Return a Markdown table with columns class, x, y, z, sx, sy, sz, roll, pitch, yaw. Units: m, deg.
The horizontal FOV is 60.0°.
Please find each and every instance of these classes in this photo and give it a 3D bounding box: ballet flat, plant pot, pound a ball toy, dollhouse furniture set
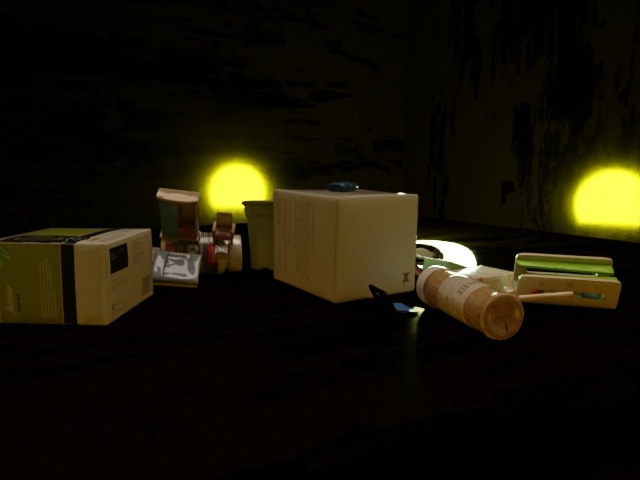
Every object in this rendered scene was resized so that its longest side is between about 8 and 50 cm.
| class | x | y | z | sx | sy | sz | roll | pitch | yaw |
| --- | --- | --- | --- | --- | --- | --- | --- | --- | --- |
| ballet flat | 0.333 | 0.051 | 2.233 | 0.343 | 0.116 | 0.124 | 6 | -5 | 1 |
| plant pot | -0.166 | -0.013 | 2.085 | 0.277 | 0.253 | 0.276 | 3 | -1 | 0 |
| pound a ball toy | 0.687 | 0.151 | 1.612 | 0.320 | 0.135 | 0.208 | 2 | 34 | 13 |
| dollhouse furniture set | -0.436 | 0.013 | 1.813 | 0.287 | 0.198 | 0.303 | 6 | 47 | -6 |

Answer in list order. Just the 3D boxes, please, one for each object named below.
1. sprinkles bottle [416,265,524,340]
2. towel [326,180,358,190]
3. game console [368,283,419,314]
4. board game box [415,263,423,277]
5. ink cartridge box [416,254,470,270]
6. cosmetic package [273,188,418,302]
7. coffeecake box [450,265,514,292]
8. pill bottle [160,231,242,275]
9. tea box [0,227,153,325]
| class | x | y | z | sx | sy | sz | roll | pitch | yaw |
| --- | --- | --- | --- | --- | --- | --- | --- | --- | --- |
| sprinkles bottle | 0.382 | 0.156 | 1.468 | 0.122 | 0.121 | 0.355 | -2 | 9 | -16 |
| towel | 0.076 | -0.179 | 1.831 | 0.067 | 0.029 | 0.119 | 6 | 9 | 26 |
| game console | 0.207 | 0.166 | 1.581 | 0.071 | 0.107 | 0.122 | -31 | 16 | -13 |
| board game box | 0.321 | 0.086 | 2.032 | 0.145 | 0.027 | 0.281 | 34 | 6 | -5 |
| ink cartridge box | 0.424 | 0.096 | 1.983 | 0.171 | 0.056 | 0.235 | 15 | -3 | -36 |
| cosmetic package | 0.074 | -0.005 | 1.861 | 0.330 | 0.326 | 0.394 | -5 | 11 | -34 |
| coffeecake box | 0.521 | 0.134 | 1.821 | 0.186 | 0.068 | 0.142 | -5 | 10 | -33 |
| pill bottle | -0.434 | 0.050 | 2.028 | 0.284 | 0.161 | 0.161 | -2 | 8 | -12 |
| tea box | -0.682 | 0.086 | 1.547 | 0.324 | 0.219 | 0.329 | 2 | 8 | 3 |
